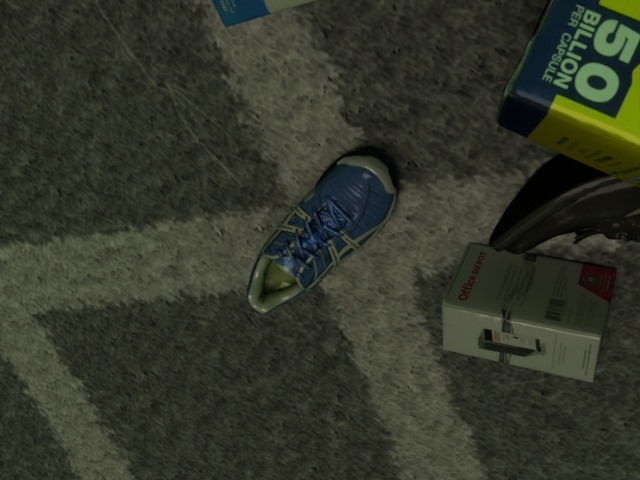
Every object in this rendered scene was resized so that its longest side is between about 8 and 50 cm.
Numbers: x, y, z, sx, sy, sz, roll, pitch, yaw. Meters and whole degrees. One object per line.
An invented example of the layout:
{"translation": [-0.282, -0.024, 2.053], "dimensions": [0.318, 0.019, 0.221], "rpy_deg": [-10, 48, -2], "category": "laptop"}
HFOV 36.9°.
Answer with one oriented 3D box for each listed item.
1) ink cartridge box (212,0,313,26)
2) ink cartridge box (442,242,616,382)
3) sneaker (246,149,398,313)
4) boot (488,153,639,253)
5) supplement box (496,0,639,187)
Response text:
{"translation": [0.008, -0.260, 0.717], "dimensions": [0.231, 0.078, 0.134], "rpy_deg": [-8, 120, 30], "category": "ink cartridge box"}
{"translation": [0.185, 0.062, 0.854], "dimensions": [0.135, 0.099, 0.056], "rpy_deg": [11, 128, 19], "category": "ink cartridge box"}
{"translation": [0.000, 0.000, 0.908], "dimensions": [0.080, 0.081, 0.211], "rpy_deg": [38, 129, -2], "category": "sneaker"}
{"translation": [0.294, 0.011, 0.772], "dimensions": [0.263, 0.091, 0.229], "rpy_deg": [-31, 106, 36], "category": "boot"}
{"translation": [0.310, -0.095, 0.576], "dimensions": [0.357, 0.195, 0.194], "rpy_deg": [24, 96, 7], "category": "supplement box"}
